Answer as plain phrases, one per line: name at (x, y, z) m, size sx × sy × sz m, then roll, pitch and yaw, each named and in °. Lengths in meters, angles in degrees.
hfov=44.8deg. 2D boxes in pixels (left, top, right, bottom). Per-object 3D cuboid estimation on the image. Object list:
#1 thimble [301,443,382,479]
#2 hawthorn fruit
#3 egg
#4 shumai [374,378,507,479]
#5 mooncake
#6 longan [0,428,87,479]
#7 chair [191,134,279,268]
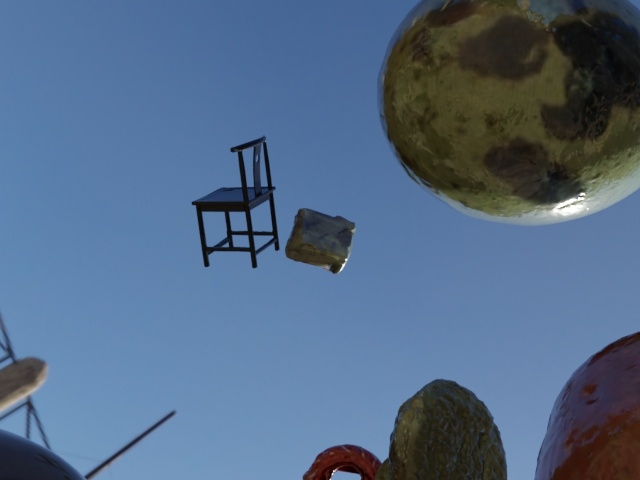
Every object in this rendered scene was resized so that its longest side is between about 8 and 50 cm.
thimble at (0.066, 0.508, 1.591) m, size 0.190 × 0.163 × 0.125 m, roll 36°, pitch -10°, yaw 14°
hawthorn fruit at (0.167, 0.106, 0.358) m, size 0.149 × 0.189 × 0.149 m, roll -12°, pitch -113°, yaw 29°
egg at (0.285, -0.187, 1.052) m, size 0.345 × 0.428 × 0.345 m, roll -168°, pitch -90°, yaw -69°
shumai at (0.153, 0.354, 1.218) m, size 0.204 × 0.222 × 0.271 m, roll -11°, pitch -114°, yaw 51°
mooncake at (0.000, 0.000, 1.551) m, size 0.130 × 0.125 × 0.073 m, roll 21°, pitch -47°, yaw -4°
longan at (-0.432, 0.394, 0.938) m, size 0.361 × 0.361 × 0.361 m, roll 20°, pitch -55°, yaw 32°
chair at (-0.179, -0.085, 1.655) m, size 0.141 × 0.154 × 0.260 m, roll 0°, pitch -74°, yaw 20°
